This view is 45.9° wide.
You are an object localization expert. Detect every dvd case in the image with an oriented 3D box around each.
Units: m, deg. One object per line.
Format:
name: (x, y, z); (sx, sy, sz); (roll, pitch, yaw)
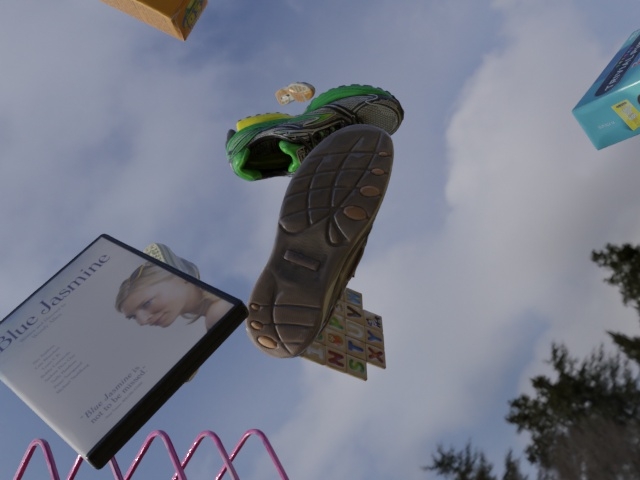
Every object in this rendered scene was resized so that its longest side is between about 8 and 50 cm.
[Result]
dvd case: (-0.205, 0.086, 0.709); (0.180, 0.253, 0.022); (-46, -49, -23)

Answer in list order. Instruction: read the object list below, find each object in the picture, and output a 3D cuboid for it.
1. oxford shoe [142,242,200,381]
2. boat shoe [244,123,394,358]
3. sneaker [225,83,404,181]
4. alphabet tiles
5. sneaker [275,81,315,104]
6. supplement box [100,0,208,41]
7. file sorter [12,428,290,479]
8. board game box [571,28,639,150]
oxford shoe: (-0.305, 0.152, 1.638); (0.130, 0.449, 0.169); (35, -79, -33)
boat shoe: (0.000, 0.000, 1.083); (0.356, 0.132, 0.130); (-62, -12, -8)
sneaker: (-0.007, -0.181, 1.404); (0.343, 0.146, 0.134); (-18, -57, 4)
alphabet tiles: (0.009, 0.190, 1.828); (0.342, 0.285, 0.011); (23, -52, -19)
sneaker: (-0.031, -0.224, 1.120); (0.037, 0.083, 0.032); (-38, -64, -30)
supplement box: (-0.281, -0.375, 1.080); (0.078, 0.233, 0.080); (-60, -11, -11)
file sorter: (-0.187, 0.328, 0.829); (0.290, 0.182, 0.202); (10, -61, -40)
board game box: (0.545, -0.273, 1.034); (0.079, 0.336, 0.254); (51, -124, -11)
